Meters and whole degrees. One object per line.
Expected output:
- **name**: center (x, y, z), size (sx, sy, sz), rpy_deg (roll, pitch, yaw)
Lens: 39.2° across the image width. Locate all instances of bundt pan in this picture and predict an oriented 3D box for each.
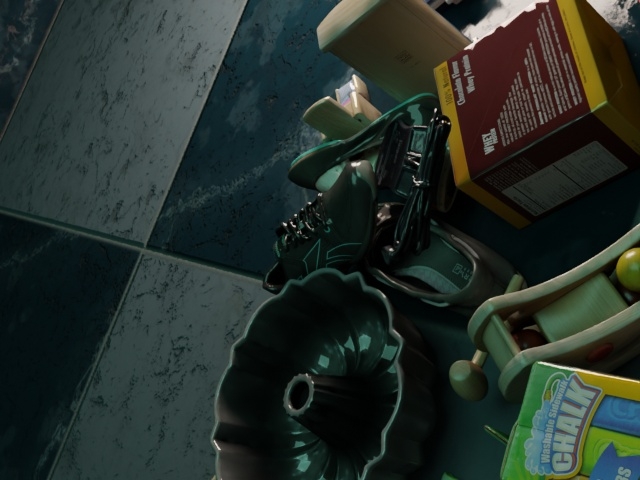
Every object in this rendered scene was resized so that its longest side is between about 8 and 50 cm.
- **bundt pan**: center (0.014, 0.206, 1.118), size (0.330, 0.124, 0.331), rpy_deg (-25, 52, 37)

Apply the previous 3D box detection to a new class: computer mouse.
- **computer mouse**: center (0.112, -0.058, 1.096), size (0.262, 0.060, 0.184), rpy_deg (-154, 78, -81)

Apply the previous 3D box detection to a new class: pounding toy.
- **pounding toy**: center (0.223, 0.064, 0.904), size (0.269, 0.154, 0.155), rpy_deg (-37, 55, 15)

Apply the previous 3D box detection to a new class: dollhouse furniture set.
- **dollhouse furniture set**: center (0.065, -0.344, 1.325), size (0.286, 0.198, 0.303), rpy_deg (-34, 46, 31)

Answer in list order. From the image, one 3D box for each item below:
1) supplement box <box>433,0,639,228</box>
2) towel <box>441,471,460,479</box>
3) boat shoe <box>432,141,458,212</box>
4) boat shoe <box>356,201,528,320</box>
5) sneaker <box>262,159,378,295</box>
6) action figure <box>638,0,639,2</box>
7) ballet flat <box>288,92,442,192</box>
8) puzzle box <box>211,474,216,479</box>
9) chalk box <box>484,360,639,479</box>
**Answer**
- **supplement box**: center (0.258, -0.153, 1.051), size (0.194, 0.129, 0.191), rpy_deg (-31, 48, 33)
- **towel**: center (0.141, 0.342, 0.978), size (0.113, 0.023, 0.152), rpy_deg (18, 82, 50)
- **boat shoe**: center (0.175, -0.102, 1.180), size (0.043, 0.049, 0.137), rpy_deg (25, 90, 48)
- **boat shoe**: center (0.118, 0.012, 1.137), size (0.335, 0.095, 0.112), rpy_deg (29, 91, 51)
- **sneaker**: center (0.000, 0.000, 1.162), size (0.267, 0.106, 0.101), rpy_deg (112, 159, -45)
- **action figure**: center (0.396, -0.321, 1.079), size (0.038, 0.030, 0.115), rpy_deg (-12, 61, 38)
- **ballet flat**: center (0.062, -0.113, 1.281), size (0.280, 0.095, 0.096), rpy_deg (-26, 63, 37)
- **puzzle box**: center (-0.167, 0.528, 1.190), size (0.409, 0.052, 0.272), rpy_deg (-54, 40, 10)
- **chalk box**: center (0.272, 0.222, 0.780), size (0.289, 0.180, 0.179), rpy_deg (4, 71, 50)
